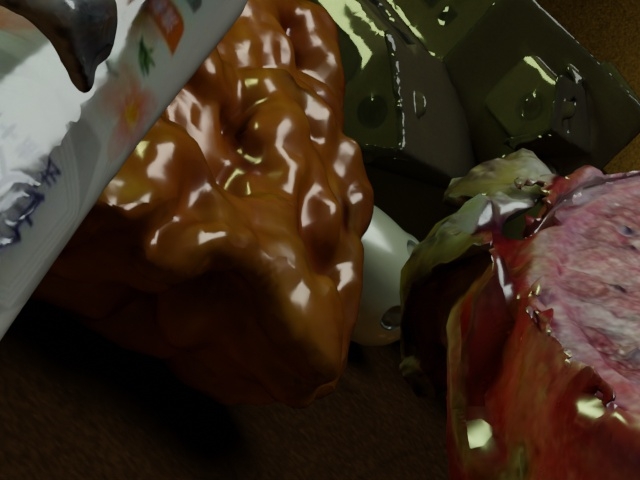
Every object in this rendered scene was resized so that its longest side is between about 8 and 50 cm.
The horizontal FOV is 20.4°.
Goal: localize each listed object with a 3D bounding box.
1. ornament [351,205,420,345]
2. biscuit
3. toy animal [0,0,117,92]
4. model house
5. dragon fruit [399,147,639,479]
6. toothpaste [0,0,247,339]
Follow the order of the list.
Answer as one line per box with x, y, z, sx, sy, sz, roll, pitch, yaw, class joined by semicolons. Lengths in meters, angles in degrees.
0.000;0.000;0.987;0.156;0.075;0.081;33;49;-32;ornament
-0.108;-0.093;0.784;0.312;0.110;0.318;33;34;-33;biscuit
-0.134;-0.086;0.517;0.160;0.273;0.197;16;-4;15;toy animal
0.087;-0.041;1.078;0.204;0.211;0.243;23;25;-52;model house
0.163;0.150;0.541;0.296;0.263;0.314;0;25;-30;dragon fruit
-0.102;-0.036;0.586;0.100;0.066;0.323;43;47;-10;toothpaste
